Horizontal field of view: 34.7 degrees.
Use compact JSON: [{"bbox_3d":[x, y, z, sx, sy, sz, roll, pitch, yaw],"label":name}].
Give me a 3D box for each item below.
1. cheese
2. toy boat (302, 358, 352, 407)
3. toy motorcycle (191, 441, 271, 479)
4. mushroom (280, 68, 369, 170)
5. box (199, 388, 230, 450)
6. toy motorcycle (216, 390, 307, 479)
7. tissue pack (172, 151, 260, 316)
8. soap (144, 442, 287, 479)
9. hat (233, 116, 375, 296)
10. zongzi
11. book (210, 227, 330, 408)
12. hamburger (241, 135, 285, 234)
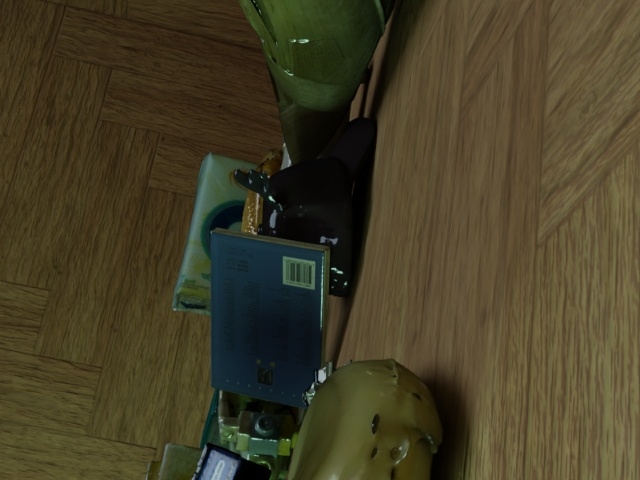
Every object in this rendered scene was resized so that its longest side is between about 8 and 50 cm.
[{"bbox_3d":[0.025,0.222,0.904,0.316,0.128,0.260,125,158,-70],"label":"cheese"},{"bbox_3d":[0.017,0.250,1.245,0.084,0.066,0.210,42,-137,-58],"label":"toy boat"},{"bbox_3d":[-0.136,0.467,1.345,0.125,0.212,0.359,39,-110,-50],"label":"toy motorcycle"},{"bbox_3d":[0.004,-0.177,1.874,0.128,0.128,0.350,134,151,-79],"label":"mushroom"},{"bbox_3d":[-0.175,0.418,2.219,0.092,0.153,0.245,-84,10,-45],"label":"box"},{"bbox_3d":[-0.093,0.258,1.763,0.237,0.168,0.410,99,172,-51],"label":"toy motorcycle"},{"bbox_3d":[-0.188,0.005,2.518,0.162,0.287,0.388,127,154,-61],"label":"tissue pack"},{"bbox_3d":[-0.191,0.520,1.756,0.143,0.259,0.281,125,157,-45],"label":"soap"},{"bbox_3d":[-0.039,-0.062,1.651,0.238,0.208,0.336,106,175,-58],"label":"hat"},{"bbox_3d":[-0.032,-0.287,1.530,0.500,0.218,0.467,-27,-52,-71],"label":"zongzi"},{"bbox_3d":[-0.081,0.122,1.571,0.025,0.190,0.269,-40,-44,-61],"label":"book"},{"bbox_3d":[-0.081,-0.058,2.185,0.290,0.170,0.314,-103,23,-70],"label":"hamburger"}]
